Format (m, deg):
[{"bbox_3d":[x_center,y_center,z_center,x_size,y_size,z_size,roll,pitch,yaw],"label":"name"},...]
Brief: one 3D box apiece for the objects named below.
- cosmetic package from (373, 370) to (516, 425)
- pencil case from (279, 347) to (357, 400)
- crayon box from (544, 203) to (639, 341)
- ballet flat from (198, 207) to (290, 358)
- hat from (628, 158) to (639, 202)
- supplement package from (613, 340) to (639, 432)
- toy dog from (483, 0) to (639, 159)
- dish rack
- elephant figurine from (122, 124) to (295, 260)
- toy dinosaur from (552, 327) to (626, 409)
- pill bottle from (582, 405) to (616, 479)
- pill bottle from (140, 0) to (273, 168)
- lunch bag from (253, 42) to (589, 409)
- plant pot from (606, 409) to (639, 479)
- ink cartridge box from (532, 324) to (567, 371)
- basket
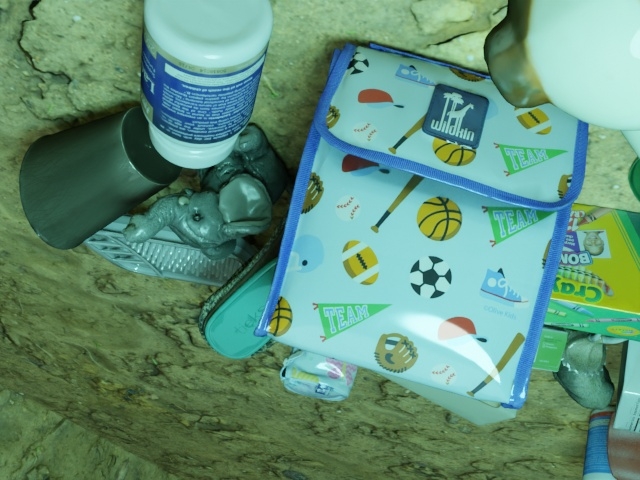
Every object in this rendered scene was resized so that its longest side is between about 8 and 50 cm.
[{"bbox_3d":[0.220,0.201,1.635,0.309,0.160,0.113,28,150,-19],"label":"cosmetic package"},{"bbox_3d":[0.017,0.136,1.522,0.124,0.273,0.113,19,158,-8],"label":"pencil case"},{"bbox_3d":[0.336,0.032,1.277,0.278,0.165,0.081,10,150,14],"label":"crayon box"},{"bbox_3d":[0.000,0.000,1.357,0.164,0.182,0.483,44,117,-15],"label":"ballet flat"},{"bbox_3d":[0.465,-0.010,1.117,0.173,0.183,0.208,-1,146,30],"label":"hat"},{"bbox_3d":[0.579,0.201,1.401,0.203,0.194,0.149,9,149,16],"label":"supplement package"},{"bbox_3d":[0.327,-0.144,0.778,0.408,0.395,0.284,26,160,-32],"label":"toy dog"},{"bbox_3d":[-0.252,0.014,1.614,0.333,0.072,0.285,10,164,14],"label":"dish rack"},{"bbox_3d":[-0.153,-0.046,1.333,0.186,0.239,0.169,11,150,12],"label":"elephant figurine"},{"bbox_3d":[0.410,0.200,1.417,0.121,0.160,0.313,-16,130,6],"label":"toy dinosaur"},{"bbox_3d":[0.594,0.458,1.801,0.124,0.221,0.124,14,150,8],"label":"pill bottle"},{"bbox_3d":[-0.152,-0.212,1.142,0.153,0.153,0.264,19,150,-2],"label":"pill bottle"},{"bbox_3d":[0.126,-0.026,1.083,0.328,0.385,0.239,17,175,4],"label":"lunch bag"},{"bbox_3d":[0.681,0.373,1.600,0.265,0.272,0.272,-4,145,48],"label":"plant pot"},{"bbox_3d":[0.285,0.129,1.367,0.109,0.062,0.209,9,-169,-7],"label":"ink cartridge box"},{"bbox_3d":[-0.339,-0.113,1.403,0.227,0.204,0.154,-20,150,33],"label":"basket"}]
